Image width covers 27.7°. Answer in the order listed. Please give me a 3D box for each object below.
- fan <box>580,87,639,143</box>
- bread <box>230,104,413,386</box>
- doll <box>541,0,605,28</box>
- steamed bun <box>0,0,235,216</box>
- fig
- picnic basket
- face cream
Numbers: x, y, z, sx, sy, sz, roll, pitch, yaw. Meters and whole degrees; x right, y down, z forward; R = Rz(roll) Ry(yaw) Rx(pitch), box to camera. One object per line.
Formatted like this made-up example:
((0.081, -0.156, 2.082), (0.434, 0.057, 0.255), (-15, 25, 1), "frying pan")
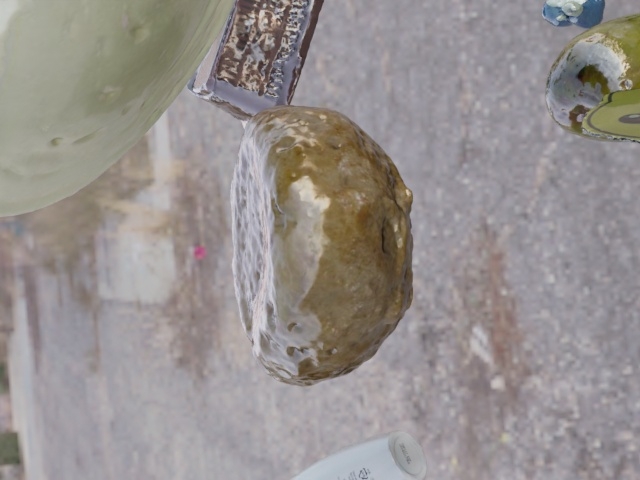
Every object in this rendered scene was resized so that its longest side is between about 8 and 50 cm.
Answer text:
((0.374, -0.116, 1.138), (0.335, 0.229, 0.011), (18, 124, 54), "fan")
((0.000, 0.000, 1.031), (0.230, 0.123, 0.230), (176, 90, -77), "bread")
((0.312, -0.288, 1.610), (0.083, 0.076, 0.050), (26, 141, 55), "doll")
((-0.211, -0.280, 0.907), (0.371, 0.290, 0.456), (45, 136, 25), "steamed bun")
((0.317, -0.199, 1.390), (0.133, 0.126, 0.185), (1, 76, 58), "fig")
((-0.099, -0.313, 1.963), (0.222, 0.129, 0.297), (16, 89, 70), "picnic basket")
((0.018, 0.222, 1.130), (0.182, 0.051, 0.072), (-39, 71, 38), "face cream")
